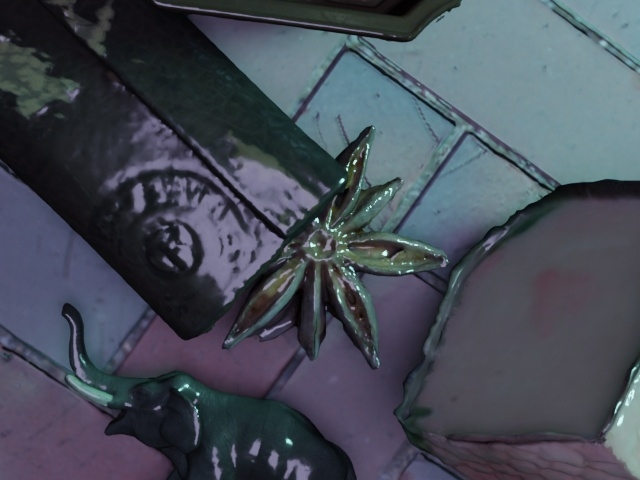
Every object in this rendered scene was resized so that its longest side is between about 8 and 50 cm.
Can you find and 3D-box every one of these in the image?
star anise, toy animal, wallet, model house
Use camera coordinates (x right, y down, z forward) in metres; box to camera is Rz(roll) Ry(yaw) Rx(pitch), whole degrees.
[{"bbox_3d":[0.000,0.000,1.411,0.195,0.065,0.182,10,92,-3],"label":"star anise"},{"bbox_3d":[-0.096,0.164,1.412,0.270,0.082,0.137,26,91,-5],"label":"toy animal"},{"bbox_3d":[-0.148,-0.094,1.362,0.321,0.044,0.170,44,93,1],"label":"wallet"},{"bbox_3d":[0.222,0.116,1.401,0.237,0.202,0.237,47,53,-32],"label":"model house"}]

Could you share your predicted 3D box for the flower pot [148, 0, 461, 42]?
[{"bbox_3d":[-0.022,-0.233,1.357,0.251,0.084,0.178,7,83,-9],"label":"flower pot"}]
